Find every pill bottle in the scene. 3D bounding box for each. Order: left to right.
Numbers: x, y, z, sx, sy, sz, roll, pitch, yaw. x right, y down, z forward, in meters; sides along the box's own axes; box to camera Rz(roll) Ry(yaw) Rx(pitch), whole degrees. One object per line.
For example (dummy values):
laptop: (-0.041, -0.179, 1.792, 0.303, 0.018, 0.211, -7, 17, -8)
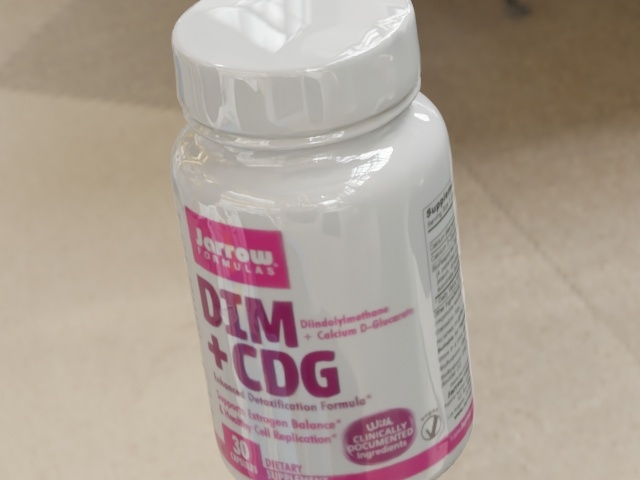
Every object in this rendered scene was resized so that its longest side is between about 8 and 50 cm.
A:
pill bottle: (0.000, 0.000, 1.153, 0.160, 0.283, 0.160, -6, 29, 3)
